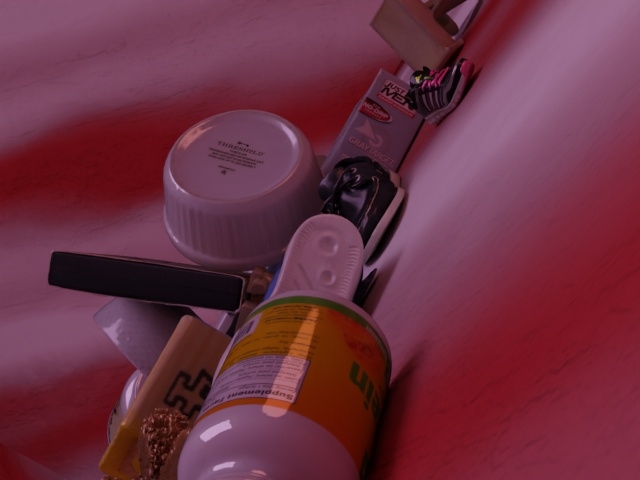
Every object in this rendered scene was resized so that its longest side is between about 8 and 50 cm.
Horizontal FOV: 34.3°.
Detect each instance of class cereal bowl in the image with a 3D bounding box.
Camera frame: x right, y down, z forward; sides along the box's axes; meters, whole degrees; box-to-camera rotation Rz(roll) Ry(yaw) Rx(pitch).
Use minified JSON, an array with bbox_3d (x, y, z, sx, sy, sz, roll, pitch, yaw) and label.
[{"bbox_3d":[-0.252,0.213,1.907,0.141,0.339,0.339,-46,2,-8],"label":"cereal bowl"}]

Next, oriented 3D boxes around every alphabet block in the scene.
[{"bbox_3d":[-0.173,0.259,1.468,0.197,0.193,0.192,-63,3,-36],"label":"alphabet block"}]

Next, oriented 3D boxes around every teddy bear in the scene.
[{"bbox_3d":[-0.183,0.336,1.252,0.338,0.113,0.245,-52,37,32],"label":"teddy bear"}]

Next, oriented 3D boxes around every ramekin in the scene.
[{"bbox_3d":[-0.124,-0.090,1.633,0.127,0.273,0.273,81,-152,-48],"label":"ramekin"}]

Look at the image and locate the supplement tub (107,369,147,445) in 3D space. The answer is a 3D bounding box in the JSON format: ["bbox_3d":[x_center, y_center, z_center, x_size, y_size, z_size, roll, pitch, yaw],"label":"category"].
[{"bbox_3d":[-0.357,0.407,2.400,0.235,0.235,0.325,-63,5,-32],"label":"supplement tub"}]

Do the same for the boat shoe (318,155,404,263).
[{"bbox_3d":[0.051,-0.064,1.535,0.127,0.113,0.340,-58,4,19],"label":"boat shoe"}]

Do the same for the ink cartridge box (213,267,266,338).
[{"bbox_3d":[-0.155,0.189,2.188,0.307,0.129,0.223,-60,3,-5],"label":"ink cartridge box"}]

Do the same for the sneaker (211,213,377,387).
[{"bbox_3d":[-0.039,0.139,1.273,0.236,0.130,0.322,104,-172,-67],"label":"sneaker"}]

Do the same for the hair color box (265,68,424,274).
[{"bbox_3d":[0.049,-0.096,1.817,0.374,0.114,0.185,-62,5,-18],"label":"hair color box"}]

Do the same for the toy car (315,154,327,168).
[{"bbox_3d":[-0.017,-0.103,2.524,0.149,0.155,0.188,-67,-2,-60],"label":"toy car"}]

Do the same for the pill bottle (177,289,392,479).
[{"bbox_3d":[-0.029,0.156,0.794,0.136,0.136,0.245,-58,5,32],"label":"pill bottle"}]

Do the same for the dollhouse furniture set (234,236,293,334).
[{"bbox_3d":[-0.031,0.076,1.557,0.123,0.144,0.151,-57,-16,-73],"label":"dollhouse furniture set"}]

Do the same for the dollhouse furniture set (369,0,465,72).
[{"bbox_3d":[0.240,-0.425,1.952,0.242,0.161,0.212,-36,-10,-34],"label":"dollhouse furniture set"}]

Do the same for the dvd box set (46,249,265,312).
[{"bbox_3d":[-0.243,0.069,1.757,0.420,0.308,0.062,24,-107,-85],"label":"dvd box set"}]

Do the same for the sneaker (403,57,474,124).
[{"bbox_3d":[0.168,-0.225,1.515,0.063,0.075,0.170,-61,4,-17],"label":"sneaker"}]
